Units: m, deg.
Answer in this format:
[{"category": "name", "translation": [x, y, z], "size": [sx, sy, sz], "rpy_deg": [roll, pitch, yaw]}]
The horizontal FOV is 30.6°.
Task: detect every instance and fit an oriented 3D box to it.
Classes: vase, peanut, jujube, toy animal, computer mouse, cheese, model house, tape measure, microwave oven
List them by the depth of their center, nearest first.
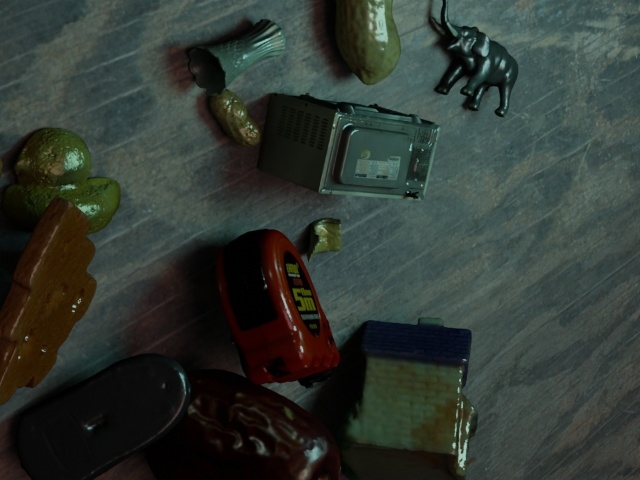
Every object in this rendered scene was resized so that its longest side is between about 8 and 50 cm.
[{"category": "computer mouse", "translation": [-0.318, 0.264, 1.730], "size": [0.270, 0.086, 0.137], "rpy_deg": [-29, 87, -10]}, {"category": "vase", "translation": [-0.119, -0.284, 1.771], "size": [0.149, 0.081, 0.081], "rpy_deg": [-35, 126, -35]}, {"category": "jujube", "translation": [-0.125, 0.324, 1.807], "size": [0.223, 0.318, 0.223], "rpy_deg": [-31, 128, -50]}, {"category": "peanut", "translation": [-0.131, -0.187, 1.809], "size": [0.054, 0.054, 0.113], "rpy_deg": [-51, 130, -19]}, {"category": "tape measure", "translation": [-0.073, 0.111, 1.851], "size": [0.253, 0.114, 0.260], "rpy_deg": [18, 51, -76]}, {"category": "peanut", "translation": [0.072, -0.384, 1.904], "size": [0.125, 0.111, 0.274], "rpy_deg": [-45, 136, -44]}, {"category": "microwave oven", "translation": [0.053, -0.153, 1.905], "size": [0.241, 0.194, 0.145], "rpy_deg": [3, 101, -43]}, {"category": "cheese", "translation": [-0.002, 0.000, 2.013], "size": [0.084, 0.041, 0.060], "rpy_deg": [-31, 132, -46]}, {"category": "toy animal", "translation": [0.271, -0.324, 2.137], "size": [0.269, 0.082, 0.137], "rpy_deg": [33, 78, -42]}, {"category": "model house", "translation": [0.171, 0.295, 2.181], "size": [0.312, 0.245, 0.280], "rpy_deg": [76, 19, -63]}]

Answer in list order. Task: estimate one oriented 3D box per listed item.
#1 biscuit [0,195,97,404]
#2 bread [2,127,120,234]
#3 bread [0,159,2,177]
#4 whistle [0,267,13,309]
[{"category": "biscuit", "translation": [-0.368, 0.065, 1.560], "size": [0.284, 0.043, 0.306], "rpy_deg": [-56, 165, -56]}, {"category": "bread", "translation": [-0.344, -0.077, 1.635], "size": [0.188, 0.065, 0.149], "rpy_deg": [11, 92, -44]}, {"category": "bread", "translation": [-0.492, -0.042, 1.456], "size": [0.229, 0.139, 0.143], "rpy_deg": [-19, 125, -38]}, {"category": "whistle", "translation": [-0.502, 0.094, 1.512], "size": [0.269, 0.093, 0.180], "rpy_deg": [-20, 87, -43]}]
